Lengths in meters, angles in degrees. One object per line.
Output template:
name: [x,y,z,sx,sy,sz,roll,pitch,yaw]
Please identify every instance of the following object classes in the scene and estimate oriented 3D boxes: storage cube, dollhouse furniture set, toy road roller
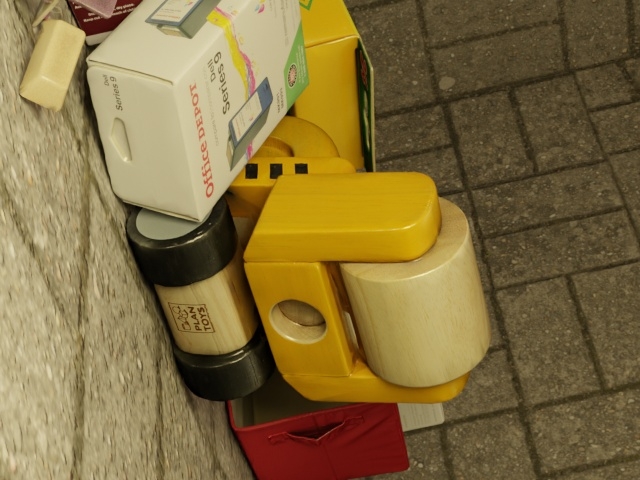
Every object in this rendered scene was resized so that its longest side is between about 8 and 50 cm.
storage cube: [-0.008,0.168,1.622,0.193,0.184,0.215,74,4,-55]
dollhouse furniture set: [-0.213,-0.148,0.993,0.081,0.091,0.114,-25,-134,54]
toy road roller: [0.000,0.000,1.275,0.240,0.330,0.202,-66,149,-45]

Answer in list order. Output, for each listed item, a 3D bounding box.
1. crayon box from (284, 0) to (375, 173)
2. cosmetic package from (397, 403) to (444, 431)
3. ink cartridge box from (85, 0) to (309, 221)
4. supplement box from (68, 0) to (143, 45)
crayon box: [-0.018,-0.212,1.540,0.202,0.081,0.318,84,-12,-48]
cosmetic package: [0.035,0.193,1.777,0.085,0.231,0.117,72,7,-49]
ink cartridge box: [-0.100,-0.144,1.196,0.212,0.093,0.154,-53,149,-39]
supplement box: [-0.201,-0.297,1.157,0.239,0.073,0.130,71,8,-50]
